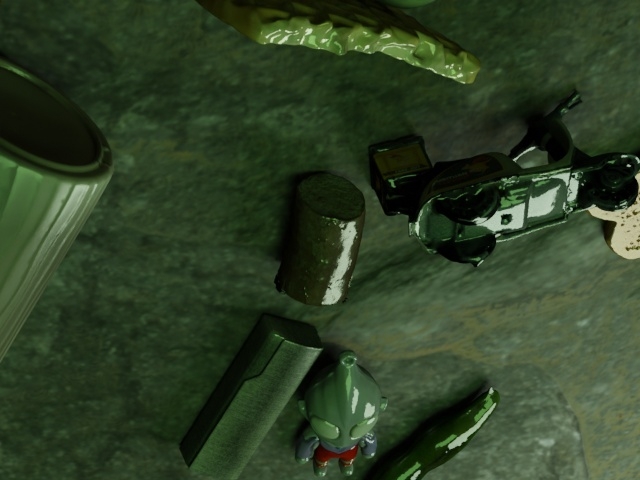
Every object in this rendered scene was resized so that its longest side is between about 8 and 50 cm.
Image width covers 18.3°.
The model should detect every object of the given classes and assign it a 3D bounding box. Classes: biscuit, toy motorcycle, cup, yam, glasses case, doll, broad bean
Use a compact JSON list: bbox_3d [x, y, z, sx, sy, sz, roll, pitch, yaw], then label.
[{"bbox_3d":[-0.006,-0.211,1.790,0.309,0.204,0.040,5,114,-49],"label":"biscuit"},{"bbox_3d":[0.197,-0.063,2.041,0.263,0.157,0.091,-14,135,-10],"label":"toy motorcycle"},{"bbox_3d":[-0.362,-0.037,1.814,0.273,0.288,0.208,-53,164,21],"label":"cup"},{"bbox_3d":[0.413,-0.078,2.204,0.250,0.036,0.165,-30,134,7],"label":"biscuit"},{"bbox_3d":[0.002,0.002,2.062,0.084,0.084,0.127,-3,132,-21],"label":"yam"},{"bbox_3d":[-0.076,0.176,2.197,0.071,0.047,0.205,16,121,-32],"label":"glasses case"},{"bbox_3d":[0.023,0.193,2.240,0.102,0.075,0.227,-2,141,-10],"label":"doll"},{"bbox_3d":[0.102,0.273,2.361,0.297,0.043,0.060,-43,143,15],"label":"broad bean"}]

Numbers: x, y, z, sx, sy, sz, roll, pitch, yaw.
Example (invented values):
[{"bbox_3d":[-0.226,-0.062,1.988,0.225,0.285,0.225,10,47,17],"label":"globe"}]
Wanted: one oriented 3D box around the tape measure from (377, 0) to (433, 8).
[{"bbox_3d":[0.040,-0.336,1.759,0.258,0.130,0.265,19,118,-32],"label":"tape measure"}]
